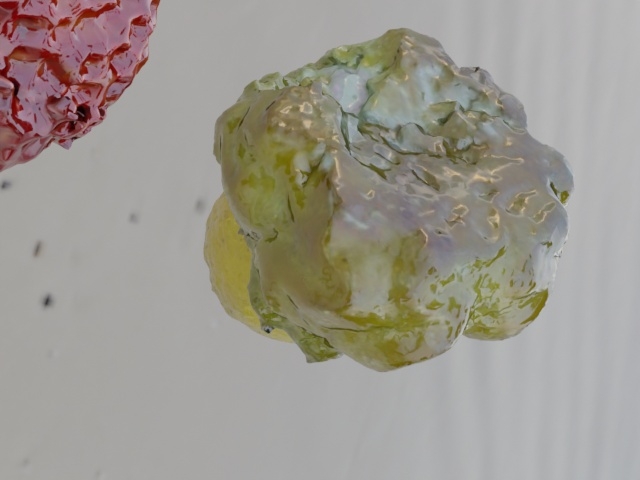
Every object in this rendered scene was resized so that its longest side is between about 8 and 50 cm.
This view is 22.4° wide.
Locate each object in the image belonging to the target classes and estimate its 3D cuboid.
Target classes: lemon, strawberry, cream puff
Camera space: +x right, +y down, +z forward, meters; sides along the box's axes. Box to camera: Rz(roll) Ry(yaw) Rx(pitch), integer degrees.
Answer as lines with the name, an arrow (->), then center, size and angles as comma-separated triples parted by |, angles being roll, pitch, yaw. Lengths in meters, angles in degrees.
lemon -> -0.003, 0.000, 1.373 | 0.180, 0.193, 0.180 | -23, 117, -57
strawberry -> -0.181, -0.145, 0.809 | 0.244, 0.205, 0.205 | 102, 12, -70
cream puff -> 0.041, -0.017, 1.160 | 0.282, 0.282, 0.185 | -51, 170, -45
